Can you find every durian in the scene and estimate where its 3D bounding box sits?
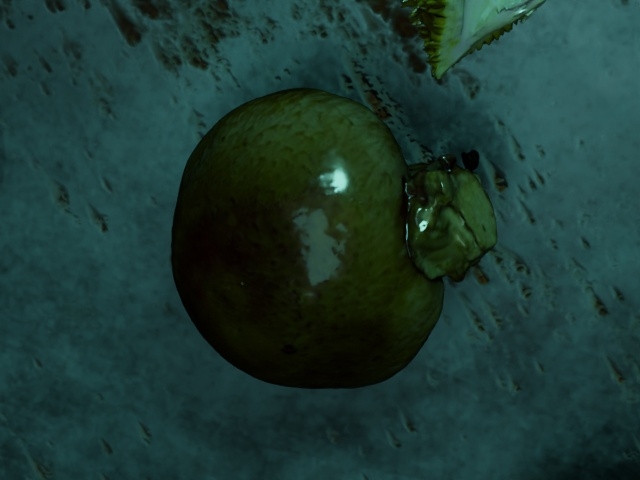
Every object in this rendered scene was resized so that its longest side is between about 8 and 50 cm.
[{"bbox_3d":[0.158,-0.248,1.428,0.249,0.138,0.183,-26,145,19],"label":"durian"}]

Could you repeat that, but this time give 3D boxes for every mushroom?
[{"bbox_3d":[0.002,0.002,1.555,0.283,0.195,0.263,-23,102,20],"label":"mushroom"}]

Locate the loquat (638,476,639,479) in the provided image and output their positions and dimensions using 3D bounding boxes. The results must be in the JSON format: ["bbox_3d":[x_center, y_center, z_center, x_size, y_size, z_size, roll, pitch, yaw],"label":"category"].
[{"bbox_3d":[0.257,0.325,1.647,0.238,0.193,0.238,6,111,16],"label":"loquat"}]
